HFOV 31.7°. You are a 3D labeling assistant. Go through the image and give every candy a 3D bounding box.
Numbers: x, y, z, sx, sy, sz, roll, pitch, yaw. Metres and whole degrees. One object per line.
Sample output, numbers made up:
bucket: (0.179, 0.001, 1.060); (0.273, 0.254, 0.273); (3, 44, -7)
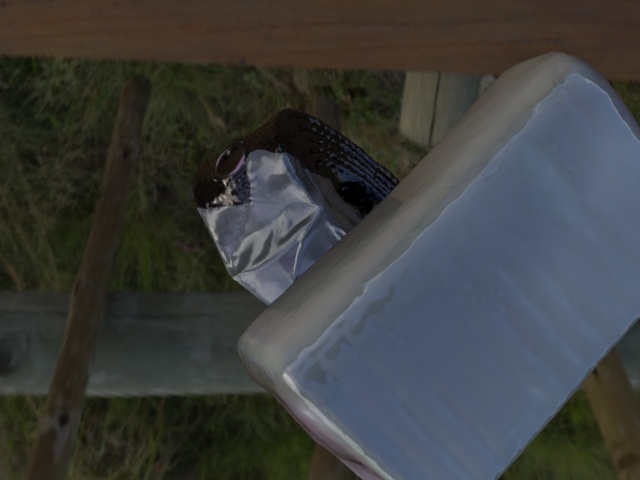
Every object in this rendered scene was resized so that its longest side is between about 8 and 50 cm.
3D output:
candy: (0.126, 0.038, 0.901); (0.358, 0.145, 0.208); (-44, 98, -12)

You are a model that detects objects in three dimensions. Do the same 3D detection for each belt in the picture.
belt: (0.000, 0.000, 1.129); (0.164, 0.184, 0.289); (-34, 133, 24)
